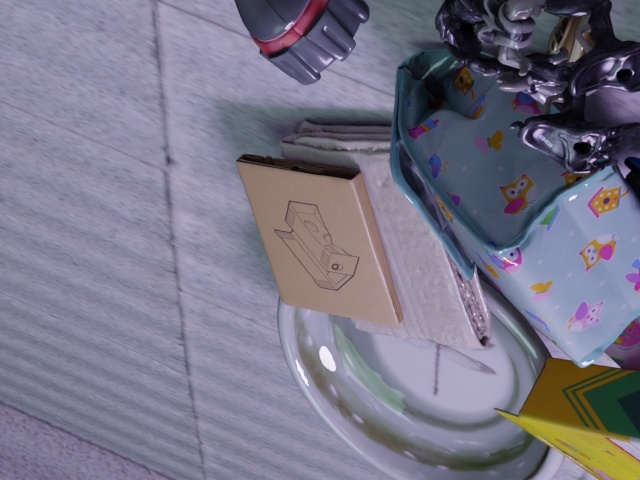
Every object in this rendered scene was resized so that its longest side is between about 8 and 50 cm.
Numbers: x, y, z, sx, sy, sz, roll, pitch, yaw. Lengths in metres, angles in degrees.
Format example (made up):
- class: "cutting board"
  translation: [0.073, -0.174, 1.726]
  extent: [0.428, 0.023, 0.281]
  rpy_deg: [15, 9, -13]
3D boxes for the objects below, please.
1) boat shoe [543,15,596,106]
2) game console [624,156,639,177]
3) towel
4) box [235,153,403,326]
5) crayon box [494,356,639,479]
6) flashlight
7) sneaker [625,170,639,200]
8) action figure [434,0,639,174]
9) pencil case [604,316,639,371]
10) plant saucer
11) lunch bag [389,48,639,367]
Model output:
- class: "boat shoe"
  translation: [0.205, -0.162, 1.267]
  extent: [0.048, 0.056, 0.153]
  rpy_deg: [32, 169, 10]
- class: "game console"
  translation: [0.349, 0.079, 1.184]
  extent: [0.173, 0.250, 0.293]
  rpy_deg: [-1, -165, -3]
- class: "towel"
  translation: [0.073, -0.005, 1.646]
  extent: [0.187, 0.049, 0.282]
  rpy_deg: [7, 130, 40]
- class: "box"
  translation: [0.000, 0.000, 1.661]
  extent: [0.164, 0.021, 0.201]
  rpy_deg: [11, 131, 37]
- class: "crayon box"
  translation: [0.352, 0.213, 1.588]
  extent: [0.202, 0.081, 0.318]
  rpy_deg: [35, 165, -24]
- class: "flashlight"
  translation: [-0.095, -0.261, 1.301]
  extent: [0.304, 0.103, 0.103]
  rpy_deg: [38, 156, -28]
- class: "sneaker"
  translation: [0.329, -0.078, 1.326]
  extent: [0.076, 0.065, 0.166]
  rpy_deg: [51, 146, -17]
- class: "action figure"
  translation: [0.172, -0.171, 1.136]
  extent: [0.141, 0.275, 0.164]
  rpy_deg: [0, 130, -22]
- class: "pencil case"
  translation: [0.329, 0.069, 1.557]
  extent: [0.284, 0.124, 0.124]
  rpy_deg: [38, 155, -23]
- class: "plant saucer"
  translation: [0.137, 0.145, 1.838]
  extent: [0.401, 0.100, 0.400]
  rpy_deg: [22, 135, 24]
- class: "lunch bag"
  translation: [0.177, -0.043, 1.387]
  extent: [0.262, 0.160, 0.223]
  rpy_deg: [48, 180, 43]
